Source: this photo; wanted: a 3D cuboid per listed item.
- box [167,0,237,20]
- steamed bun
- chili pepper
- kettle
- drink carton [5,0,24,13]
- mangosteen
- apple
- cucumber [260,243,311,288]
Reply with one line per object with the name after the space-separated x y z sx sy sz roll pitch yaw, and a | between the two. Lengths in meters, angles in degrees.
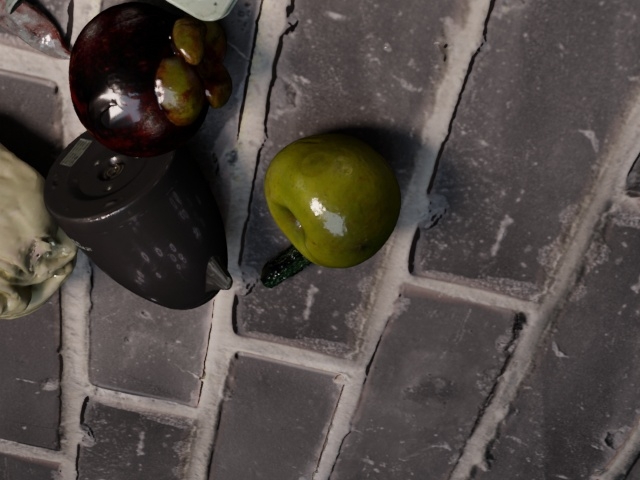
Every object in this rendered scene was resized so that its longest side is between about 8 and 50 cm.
-0.090 -0.394 1.168 0.175 0.182 0.312 28 132 -16 | box
-0.504 0.000 1.581 0.275 0.206 0.320 6 142 39 | steamed bun
-0.390 -0.288 1.428 0.050 0.041 0.153 -7 152 44 | chili pepper
-0.258 -0.024 1.577 0.268 0.207 0.290 18 152 38 | kettle
-0.362 -0.391 1.228 0.189 0.185 0.191 36 132 -19 | drink carton
-0.219 -0.203 1.369 0.209 0.210 0.210 6 134 6 | mangosteen
0.020 -0.057 1.471 0.157 0.196 0.196 -37 128 -12 | apple
0.000 0.000 1.632 0.044 0.043 0.256 32 130 -26 | cucumber
